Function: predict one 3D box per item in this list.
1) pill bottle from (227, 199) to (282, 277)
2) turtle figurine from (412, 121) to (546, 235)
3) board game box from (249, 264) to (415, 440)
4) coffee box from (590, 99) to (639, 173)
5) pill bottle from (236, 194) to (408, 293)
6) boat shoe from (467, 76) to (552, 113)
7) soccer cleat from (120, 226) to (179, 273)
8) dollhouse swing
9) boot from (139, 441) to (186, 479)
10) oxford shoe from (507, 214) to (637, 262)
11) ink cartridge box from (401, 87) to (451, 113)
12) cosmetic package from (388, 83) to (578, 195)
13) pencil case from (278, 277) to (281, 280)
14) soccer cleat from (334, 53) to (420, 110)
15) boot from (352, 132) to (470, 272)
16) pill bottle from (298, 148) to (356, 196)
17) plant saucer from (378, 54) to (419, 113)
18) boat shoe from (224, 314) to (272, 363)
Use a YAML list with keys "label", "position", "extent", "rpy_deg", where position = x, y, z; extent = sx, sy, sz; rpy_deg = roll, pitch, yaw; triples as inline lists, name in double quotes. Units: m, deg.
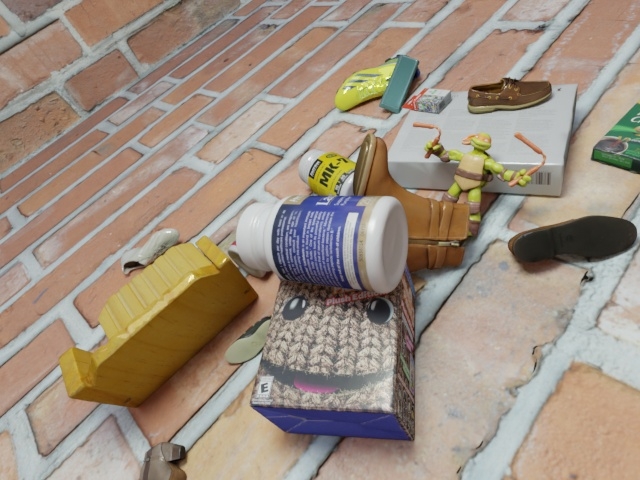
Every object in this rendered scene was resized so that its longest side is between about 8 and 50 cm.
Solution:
- label: "pill bottle"
  position: [-0.130, -0.010, 0.995]
  extent: [0.108, 0.108, 0.180]
  rpy_deg: [17, 60, 36]
- label: "turtle figurine"
  position: [0.294, -0.132, 0.839]
  extent: [0.270, 0.217, 0.087]
  rpy_deg: [26, 24, 29]
- label: "board game box"
  position: [0.039, 0.175, 0.722]
  extent: [0.232, 0.141, 0.290]
  rpy_deg: [-7, 48, 20]
- label: "coffee box"
  position: [0.672, -0.219, 0.849]
  extent: [0.184, 0.040, 0.113]
  rpy_deg: [-40, 45, -12]
- label: "pill bottle"
  position: [0.000, 0.000, 0.688]
  extent: [0.265, 0.153, 0.153]
  rpy_deg: [4, 52, 28]
- label: "boat shoe"
  position: [0.426, -0.337, 0.927]
  extent: [0.178, 0.060, 0.064]
  rpy_deg: [-3, 48, 23]
- label: "soccer cleat"
  position: [-0.483, 0.032, 1.162]
  extent: [0.196, 0.068, 0.076]
  rpy_deg: [-27, 49, 11]
- label: "dollhouse swing"
  position: [-0.377, 0.115, 0.889]
  extent: [0.347, 0.315, 0.305]
  rpy_deg: [-42, 66, -14]
- label: "boot"
  position: [-0.285, 0.423, 0.729]
  extent: [0.087, 0.042, 0.118]
  rpy_deg: [-21, 43, 16]
- label: "oxford shoe"
  position: [0.454, -0.008, 0.748]
  extent: [0.213, 0.076, 0.076]
  rpy_deg: [-6, 8, 8]
- label: "ink cartridge box"
  position: [0.270, -0.363, 1.051]
  extent: [0.115, 0.029, 0.063]
  rpy_deg: [26, 64, 40]
- label: "cosmetic package"
  position: [0.379, -0.245, 0.974]
  extent: [0.378, 0.097, 0.284]
  rpy_deg: [9, 56, 32]
- label: "pencil case"
  position: [0.035, -0.003, 0.894]
  extent: [0.306, 0.133, 0.119]
  rpy_deg: [-25, 47, 4]
- label: "soccer cleat"
  position: [0.181, -0.499, 1.305]
  extent: [0.289, 0.093, 0.121]
  rpy_deg: [-29, 50, 0]
- label: "boot"
  position: [0.172, -0.059, 0.761]
  extent: [0.220, 0.283, 0.109]
  rpy_deg: [-1, 24, 2]
- label: "pill bottle"
  position: [0.040, -0.156, 1.040]
  extent: [0.119, 0.119, 0.208]
  rpy_deg: [-41, 45, -13]
- label: "plant saucer"
  position: [0.243, -0.484, 1.250]
  extent: [0.067, 0.018, 0.191]
  rpy_deg: [22, 79, 5]
- label: "boat shoe"
  position: [-0.141, 0.207, 0.853]
  extent: [0.133, 0.049, 0.042]
  rpy_deg: [-39, 12, 1]
